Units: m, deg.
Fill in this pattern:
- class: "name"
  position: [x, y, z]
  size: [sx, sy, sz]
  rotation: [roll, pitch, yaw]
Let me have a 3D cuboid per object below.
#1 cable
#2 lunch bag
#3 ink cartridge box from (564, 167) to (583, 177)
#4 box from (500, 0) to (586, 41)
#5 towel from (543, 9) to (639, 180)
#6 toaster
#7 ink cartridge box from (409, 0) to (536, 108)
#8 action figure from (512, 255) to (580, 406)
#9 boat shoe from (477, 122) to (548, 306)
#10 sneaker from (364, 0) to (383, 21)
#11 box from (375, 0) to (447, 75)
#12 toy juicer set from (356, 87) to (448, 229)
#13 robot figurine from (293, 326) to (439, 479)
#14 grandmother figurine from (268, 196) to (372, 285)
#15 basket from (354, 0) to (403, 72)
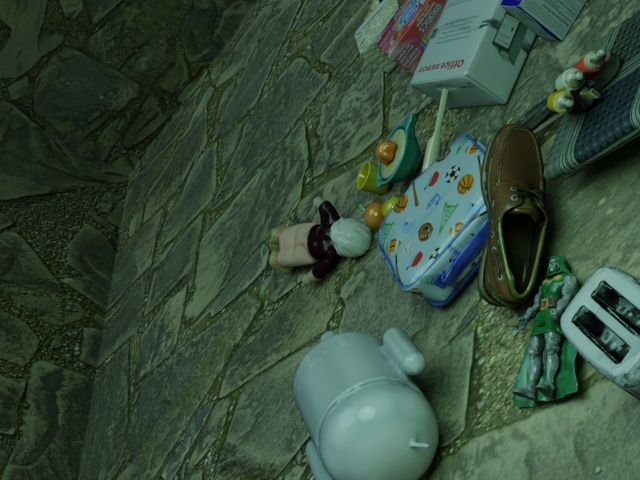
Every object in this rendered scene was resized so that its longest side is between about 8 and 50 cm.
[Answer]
- class: "cable"
  position: [0.387, -0.245, 1.406]
  size: [0.139, 0.072, 0.287]
  rotation: [-53, 9, -7]
- class: "lunch bag"
  position: [0.239, -0.030, 1.570]
  size: [0.303, 0.115, 0.243]
  rotation: [-53, 29, 16]
- class: "ink cartridge box"
  position: [0.439, -0.157, 1.419]
  size: [0.115, 0.029, 0.063]
  rotation: [-35, 35, 44]
- class: "box"
  position: [0.433, -0.470, 1.631]
  size: [0.137, 0.126, 0.072]
  rotation: [-59, 27, 4]
- class: "towel"
  position: [0.490, -0.259, 1.318]
  size: [0.324, 0.056, 0.312]
  rotation: [-63, 11, -26]
- class: "toaster"
  position: [0.404, 0.129, 1.064]
  size: [0.129, 0.146, 0.227]
  rotation: [-56, 26, 14]
- class: "ink cartridge box"
  position: [0.333, -0.426, 1.774]
  size: [0.211, 0.121, 0.289]
  rotation: [11, 75, 64]
- class: "action figure"
  position: [0.342, 0.125, 1.287]
  size: [0.137, 0.063, 0.232]
  rotation: [-28, 37, 54]
- class: "boat shoe"
  position: [0.322, -0.046, 1.381]
  size: [0.104, 0.110, 0.307]
  rotation: [141, 132, -77]
- class: "sneaker"
  position: [0.156, -0.619, 2.345]
  size: [0.094, 0.081, 0.209]
  rotation: [-31, 40, 50]
- class: "box"
  position: [0.259, -0.516, 2.001]
  size: [0.257, 0.122, 0.128]
  rotation: [-53, 26, 17]
- class: "toy juicer set"
  position: [0.157, -0.151, 1.795]
  size: [0.329, 0.089, 0.209]
  rotation: [129, 153, -50]
- class: "robot figurine"
  position: [0.073, 0.289, 1.451]
  size: [0.300, 0.199, 0.353]
  rotation: [-61, 25, 12]
- class: "grandmother figurine"
  position: [0.000, 0.000, 2.007]
  size: [0.342, 0.104, 0.208]
  rotation: [-5, 88, 57]
- class: "basket"
  position: [0.179, -0.521, 2.171]
  size: [0.167, 0.113, 0.103]
  rotation: [-43, 35, 34]
